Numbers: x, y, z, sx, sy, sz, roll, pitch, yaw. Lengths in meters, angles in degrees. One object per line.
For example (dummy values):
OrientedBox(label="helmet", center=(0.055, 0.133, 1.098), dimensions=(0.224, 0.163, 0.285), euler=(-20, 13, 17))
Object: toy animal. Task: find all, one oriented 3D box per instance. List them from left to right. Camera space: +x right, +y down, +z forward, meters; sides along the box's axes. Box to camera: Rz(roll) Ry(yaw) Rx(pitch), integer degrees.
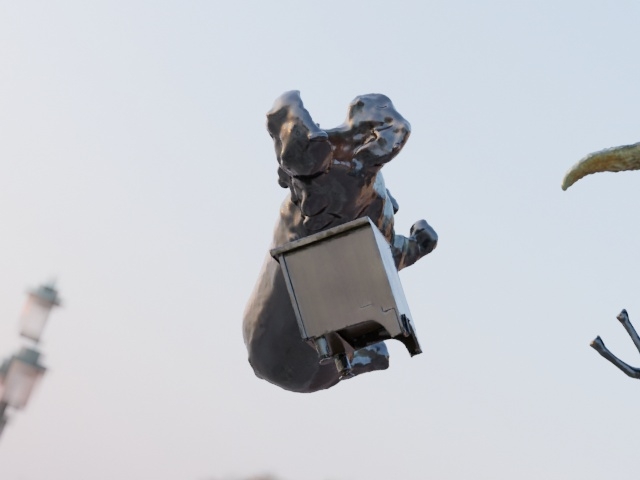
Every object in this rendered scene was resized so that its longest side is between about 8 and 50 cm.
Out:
OrientedBox(label="toy animal", center=(0.014, -0.010, 1.609), dimensions=(0.106, 0.168, 0.343), euler=(47, -33, 33))

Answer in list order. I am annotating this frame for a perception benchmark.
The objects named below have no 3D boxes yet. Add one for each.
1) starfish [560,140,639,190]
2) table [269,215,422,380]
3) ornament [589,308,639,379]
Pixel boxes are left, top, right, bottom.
OrientedBox(label="starfish", center=(0.235, -0.053, 0.995), dimensions=(0.217, 0.050, 0.223), euler=(-12, -49, 10))
OrientedBox(label="table", center=(0.019, 0.042, 1.239), dimensions=(0.070, 0.082, 0.083), euler=(-20, -18, 7))
OrientedBox(label="ornament", center=(0.220, 0.077, 1.060), dimensions=(0.125, 0.073, 0.028), euler=(43, -32, 2))
